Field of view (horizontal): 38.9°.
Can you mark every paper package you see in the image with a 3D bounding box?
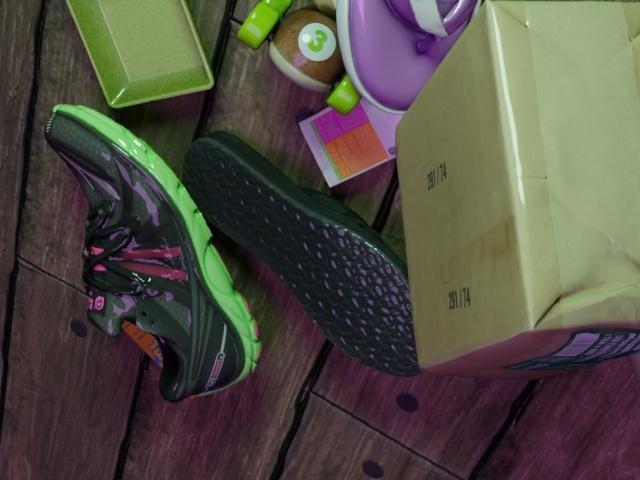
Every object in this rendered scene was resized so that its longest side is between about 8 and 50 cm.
[{"bbox_3d":[0.199,-0.030,0.874,0.168,0.309,0.325,-1,165,-12],"label":"paper package"}]

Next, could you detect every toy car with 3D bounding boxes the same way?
[{"bbox_3d":[0.026,-0.269,1.028,0.155,0.149,0.188,35,117,-9],"label":"toy car"}]

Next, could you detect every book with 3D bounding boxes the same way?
[{"bbox_3d":[0.051,-0.138,1.151,0.144,0.035,0.096,-22,102,36],"label":"book"}]

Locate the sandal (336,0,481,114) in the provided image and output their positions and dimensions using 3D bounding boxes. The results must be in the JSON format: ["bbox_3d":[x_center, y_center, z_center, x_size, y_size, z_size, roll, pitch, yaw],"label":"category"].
[{"bbox_3d":[0.123,-0.309,0.899,0.170,0.102,0.416,1,121,-23],"label":"sandal"}]

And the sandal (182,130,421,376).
[{"bbox_3d":[0.000,-0.003,1.228,0.446,0.107,0.167,43,131,17],"label":"sandal"}]

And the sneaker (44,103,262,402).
[{"bbox_3d":[-0.259,0.027,1.287,0.482,0.202,0.185,62,162,-13],"label":"sneaker"}]

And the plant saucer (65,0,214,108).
[{"bbox_3d":[-0.236,-0.284,1.212,0.189,0.045,0.188,-5,115,32],"label":"plant saucer"}]

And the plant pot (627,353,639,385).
[{"bbox_3d":[0.445,0.101,0.918,0.334,0.334,0.305,-33,89,38],"label":"plant pot"}]

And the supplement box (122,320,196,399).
[{"bbox_3d":[-0.246,0.140,1.449,0.233,0.080,0.078,45,131,-4],"label":"supplement box"}]
